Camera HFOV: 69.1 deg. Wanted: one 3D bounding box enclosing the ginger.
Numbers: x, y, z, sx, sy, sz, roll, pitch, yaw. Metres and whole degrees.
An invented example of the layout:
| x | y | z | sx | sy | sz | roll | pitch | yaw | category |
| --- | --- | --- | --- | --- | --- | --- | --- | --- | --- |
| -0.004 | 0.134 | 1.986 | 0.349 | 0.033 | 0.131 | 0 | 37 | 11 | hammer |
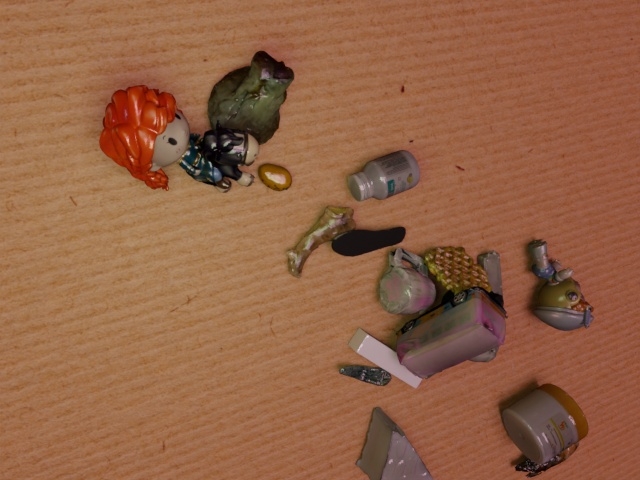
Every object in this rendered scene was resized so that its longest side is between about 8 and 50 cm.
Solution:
| x | y | z | sx | sy | sz | roll | pitch | yaw | category |
| --- | --- | --- | --- | --- | --- | --- | --- | --- | --- |
| 0.000 | 0.000 | 1.528 | 0.294 | 0.086 | 0.131 | -48 | 130 | 2 | ginger |

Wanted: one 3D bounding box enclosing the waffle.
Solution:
| x | y | z | sx | sy | sz | roll | pitch | yaw | category |
| --- | --- | --- | --- | --- | --- | --- | --- | --- | --- |
| 0.492 | 0.109 | 1.649 | 0.243 | 0.237 | 0.058 | -6 | 137 | -31 | waffle |

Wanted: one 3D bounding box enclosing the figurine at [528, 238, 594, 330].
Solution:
| x | y | z | sx | sy | sz | roll | pitch | yaw | category |
| --- | --- | --- | --- | --- | --- | --- | --- | --- | --- |
| 0.919 | 0.183 | 1.862 | 0.205 | 0.224 | 0.381 | -26 | 82 | 8 | figurine |

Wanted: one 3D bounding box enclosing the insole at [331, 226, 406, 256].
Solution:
| x | y | z | sx | sy | sz | roll | pitch | yaw | category |
| --- | --- | --- | --- | --- | --- | --- | --- | --- | --- |
| 0.169 | -0.003 | 1.577 | 0.310 | 0.012 | 0.110 | -11 | 126 | -29 | insole |

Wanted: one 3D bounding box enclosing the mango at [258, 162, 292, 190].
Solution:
| x | y | z | sx | sy | sz | roll | pitch | yaw | category |
| --- | --- | --- | --- | --- | --- | --- | --- | --- | --- |
| -0.142 | -0.199 | 1.451 | 0.114 | 0.057 | 0.079 | 29 | 96 | -18 | mango |

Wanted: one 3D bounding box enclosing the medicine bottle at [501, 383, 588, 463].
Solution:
| x | y | z | sx | sy | sz | roll | pitch | yaw | category |
| --- | --- | --- | --- | --- | --- | --- | --- | --- | --- |
| 0.903 | 0.739 | 1.883 | 0.232 | 0.238 | 0.237 | -26 | 106 | -13 | medicine bottle |

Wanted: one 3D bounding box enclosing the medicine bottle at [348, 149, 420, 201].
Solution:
| x | y | z | sx | sy | sz | roll | pitch | yaw | category |
| --- | --- | --- | --- | --- | --- | --- | --- | --- | --- |
| 0.206 | -0.206 | 1.532 | 0.215 | 0.135 | 0.135 | -22 | 106 | -15 | medicine bottle |

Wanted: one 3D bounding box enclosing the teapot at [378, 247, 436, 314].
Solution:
| x | y | z | sx | sy | sz | roll | pitch | yaw | category |
| --- | --- | --- | --- | --- | --- | --- | --- | --- | --- |
| 0.303 | 0.157 | 1.641 | 0.178 | 0.221 | 0.163 | 11 | 136 | -34 | teapot |

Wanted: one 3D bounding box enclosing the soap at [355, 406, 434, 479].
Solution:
| x | y | z | sx | sy | sz | roll | pitch | yaw | category |
| --- | --- | --- | --- | --- | --- | --- | --- | --- | --- |
| 0.319 | 0.781 | 1.729 | 0.302 | 0.159 | 0.257 | 13 | 92 | -23 | soap |

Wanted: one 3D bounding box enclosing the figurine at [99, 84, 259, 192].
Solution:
| x | y | z | sx | sy | sz | roll | pitch | yaw | category |
| --- | --- | --- | --- | --- | --- | --- | --- | --- | --- |
| -0.357 | -0.245 | 1.235 | 0.412 | 0.306 | 0.241 | 15 | 84 | -23 | figurine |

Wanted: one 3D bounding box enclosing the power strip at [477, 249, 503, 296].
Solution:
| x | y | z | sx | sy | sz | roll | pitch | yaw | category |
| --- | --- | --- | --- | --- | --- | --- | --- | --- | --- |
| 0.660 | 0.167 | 1.802 | 0.078 | 0.052 | 0.272 | -13 | 102 | -17 | power strip |

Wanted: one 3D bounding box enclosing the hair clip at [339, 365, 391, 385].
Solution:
| x | y | z | sx | sy | sz | roll | pitch | yaw | category |
| --- | --- | --- | --- | --- | --- | --- | --- | --- | --- |
| 0.159 | 0.483 | 1.681 | 0.229 | 0.036 | 0.066 | 18 | 97 | -28 | hair clip |

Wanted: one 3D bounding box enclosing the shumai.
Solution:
| x | y | z | sx | sy | sz | roll | pitch | yaw | category |
| --- | --- | --- | --- | --- | --- | --- | --- | --- | --- |
| -0.197 | -0.392 | 1.325 | 0.222 | 0.204 | 0.271 | 16 | 97 | -20 | shumai |

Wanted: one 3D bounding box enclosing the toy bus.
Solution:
| x | y | z | sx | sy | sz | roll | pitch | yaw | category |
| --- | --- | --- | --- | --- | --- | --- | --- | --- | --- |
| 0.415 | 0.321 | 1.547 | 0.171 | 0.162 | 0.386 | 43 | 126 | -11 | toy bus |

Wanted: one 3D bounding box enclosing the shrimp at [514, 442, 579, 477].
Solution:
| x | y | z | sx | sy | sz | roll | pitch | yaw | category |
| --- | --- | --- | --- | --- | --- | --- | --- | --- | --- |
| 0.986 | 0.881 | 2.034 | 0.365 | 0.071 | 0.233 | -18 | 95 | -16 | shrimp |

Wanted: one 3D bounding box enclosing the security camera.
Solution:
| x | y | z | sx | sy | sz | roll | pitch | yaw | category |
| --- | --- | --- | --- | --- | --- | --- | --- | --- | --- |
| 0.563 | 0.320 | 1.721 | 0.197 | 0.191 | 0.277 | -24 | 109 | -25 | security camera |

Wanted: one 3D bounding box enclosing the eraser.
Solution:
| x | y | z | sx | sy | sz | roll | pitch | yaw | category |
| --- | --- | --- | --- | --- | --- | --- | --- | --- | --- |
| 0.243 | 0.426 | 1.681 | 0.298 | 0.078 | 0.076 | 35 | 86 | -21 | eraser |
